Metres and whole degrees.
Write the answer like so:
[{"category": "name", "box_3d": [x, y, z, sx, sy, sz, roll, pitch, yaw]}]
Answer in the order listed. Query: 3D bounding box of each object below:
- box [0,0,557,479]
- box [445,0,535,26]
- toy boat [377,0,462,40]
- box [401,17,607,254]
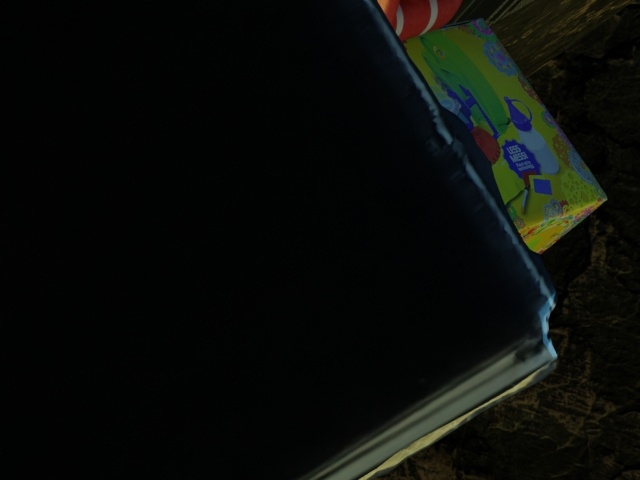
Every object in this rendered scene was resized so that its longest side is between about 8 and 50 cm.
[{"category": "box", "box_3d": [-0.217, 0.029, 0.739, 0.480, 0.297, 0.472, -32, -178, -4]}, {"category": "box", "box_3d": [0.154, -0.263, 1.665, 0.184, 0.103, 0.261, -34, 177, -21]}, {"category": "toy boat", "box_3d": [0.078, -0.201, 1.259, 0.151, 0.151, 0.231, 10, -162, 24]}, {"category": "box", "box_3d": [0.000, 0.000, 1.382, 0.290, 0.177, 0.279, -18, 160, -50]}]
